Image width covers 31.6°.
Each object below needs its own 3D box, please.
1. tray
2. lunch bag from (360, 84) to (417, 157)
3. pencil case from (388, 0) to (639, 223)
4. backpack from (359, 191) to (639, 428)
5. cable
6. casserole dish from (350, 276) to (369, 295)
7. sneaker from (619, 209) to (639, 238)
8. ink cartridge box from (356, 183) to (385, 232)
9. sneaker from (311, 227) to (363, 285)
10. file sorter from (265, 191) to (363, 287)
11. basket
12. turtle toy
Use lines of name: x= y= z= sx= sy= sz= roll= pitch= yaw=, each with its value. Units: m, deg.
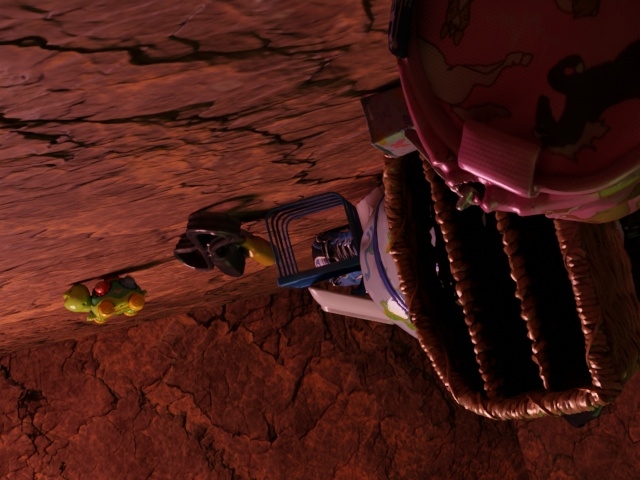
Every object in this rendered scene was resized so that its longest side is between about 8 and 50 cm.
tray: x=0.052 y=0.092 z=1.585 sx=0.145 sy=0.030 sz=0.270 roll=10 pitch=177 yaw=0
lunch bag: x=0.081 y=-0.103 z=0.949 sx=0.071 sy=0.053 sz=0.083 roll=-19 pitch=164 yaw=21
pencil case: x=0.154 y=-0.092 z=0.677 sx=0.167 sy=0.160 sz=0.386 roll=-17 pitch=176 yaw=16
backpack: x=0.228 y=0.031 z=1.416 sx=0.355 sy=0.290 sz=0.273 roll=21 pitch=153 yaw=1
cable: x=-0.139 y=-0.010 z=1.466 sx=0.139 sy=0.072 sz=0.287 roll=10 pitch=165 yaw=10
casserole dish: x=0.136 y=0.057 z=1.580 sx=0.188 sy=0.037 sz=0.114 roll=1 pitch=173 yaw=-1
sneaker: x=0.305 y=-0.130 z=0.914 sx=0.134 sy=0.146 sz=0.343 roll=-14 pitch=159 yaw=-18
ink cartridge box: x=0.212 y=-0.042 z=1.637 sx=0.278 sy=0.117 sz=0.201 roll=-13 pitch=175 yaw=-9
sneaker: x=0.067 y=0.033 z=1.989 sx=0.147 sy=0.130 sz=0.330 roll=-17 pitch=176 yaw=-8
file sorter: x=0.000 y=0.000 z=1.550 sx=0.118 sy=0.104 sz=0.170 roll=-15 pitch=175 yaw=6
basket: x=0.159 y=0.012 z=1.052 sx=0.213 sy=0.299 sz=0.223 roll=-16 pitch=178 yaw=24
turtle toy: x=-0.336 y=0.091 z=1.773 sx=0.130 sy=0.066 sz=0.095 roll=-13 pitch=173 yaw=-21
